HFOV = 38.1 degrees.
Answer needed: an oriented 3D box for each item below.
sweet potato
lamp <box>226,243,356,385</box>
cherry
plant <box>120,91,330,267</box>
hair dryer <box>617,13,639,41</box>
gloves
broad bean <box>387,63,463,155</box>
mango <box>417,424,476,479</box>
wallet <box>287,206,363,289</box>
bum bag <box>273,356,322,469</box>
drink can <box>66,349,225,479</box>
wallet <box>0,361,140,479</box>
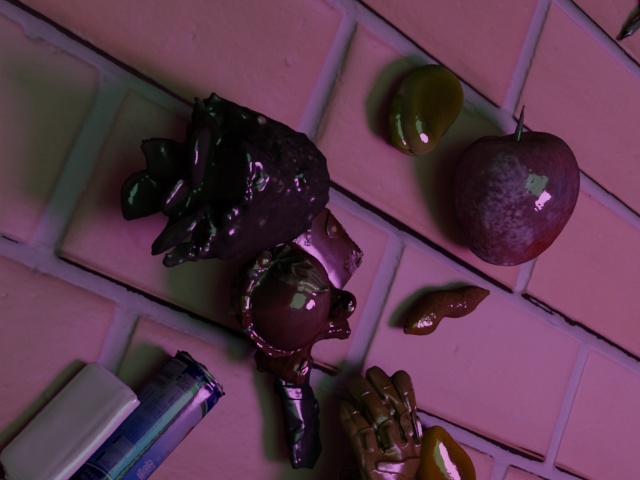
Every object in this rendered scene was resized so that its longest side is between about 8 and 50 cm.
[{"bbox_3d":[0.224,0.114,1.642,0.218,0.051,0.065,-21,103,-34],"label":"sweet potato"},{"bbox_3d":[-0.049,0.090,1.393,0.215,0.151,0.223,-40,148,-34],"label":"lamp"},{"bbox_3d":[0.339,-0.091,1.610,0.236,0.213,0.285,0,104,-28],"label":"cherry"},{"bbox_3d":[-0.133,-0.083,1.261,0.276,0.188,0.199,-3,134,-50],"label":"plant"},{"bbox_3d":[0.664,-0.455,1.922,0.150,0.047,0.071,-44,119,-18],"label":"hair dryer"},{"bbox_3d":[0.079,0.367,1.497,0.154,0.141,0.331,31,81,-50],"label":"gloves"},{"bbox_3d":[0.170,-0.219,1.559,0.124,0.082,0.174,46,58,-31],"label":"broad bean"},{"bbox_3d":[0.220,0.401,1.653,0.103,0.076,0.161,-33,110,-25],"label":"mango"},{"bbox_3d":[0.000,0.000,1.480,0.176,0.026,0.095,50,64,-29],"label":"wallet"},{"bbox_3d":[-0.037,0.272,1.468,0.087,0.049,0.197,-26,111,-58],"label":"bum bag"},{"bbox_3d":[-0.244,0.266,1.283,0.235,0.097,0.097,-48,119,-24],"label":"drink can"},{"bbox_3d":[-0.333,0.251,1.224,0.190,0.095,0.033,-46,161,-23],"label":"wallet"}]
